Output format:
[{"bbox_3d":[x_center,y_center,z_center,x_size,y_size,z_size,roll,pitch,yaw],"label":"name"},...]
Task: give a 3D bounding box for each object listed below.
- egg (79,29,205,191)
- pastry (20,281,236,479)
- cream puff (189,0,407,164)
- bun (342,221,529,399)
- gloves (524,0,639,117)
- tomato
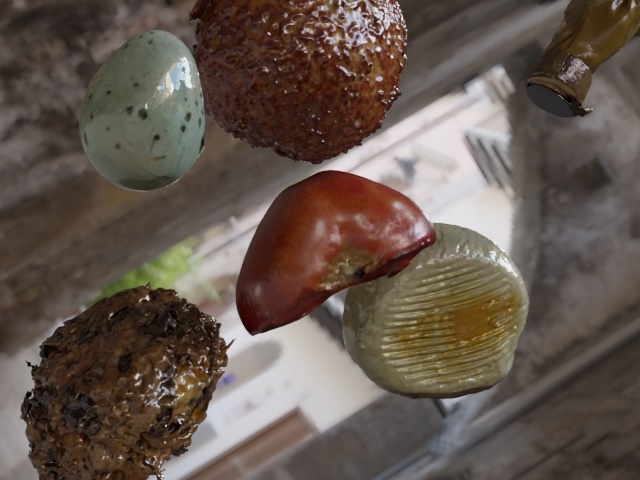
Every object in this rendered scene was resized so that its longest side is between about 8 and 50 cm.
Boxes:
[{"bbox_3d":[-0.173,-0.130,1.451,0.131,0.164,0.131,21,17,-7],"label":"egg"},{"bbox_3d":[-0.218,0.183,1.654,0.193,0.275,0.275,60,-7,-35],"label":"pastry"},{"bbox_3d":[-0.023,-0.270,2.025,0.350,0.350,0.228,61,-17,-16],"label":"cream puff"},{"bbox_3d":[0.138,0.091,1.819,0.244,0.244,0.153,62,-7,-21],"label":"bun"},{"bbox_3d":[0.451,-0.343,2.258,0.141,0.331,0.154,36,-10,29],"label":"gloves"},{"bbox_3d":[0.000,0.000,1.577,0.140,0.233,0.200,65,-12,5],"label":"tomato"}]
